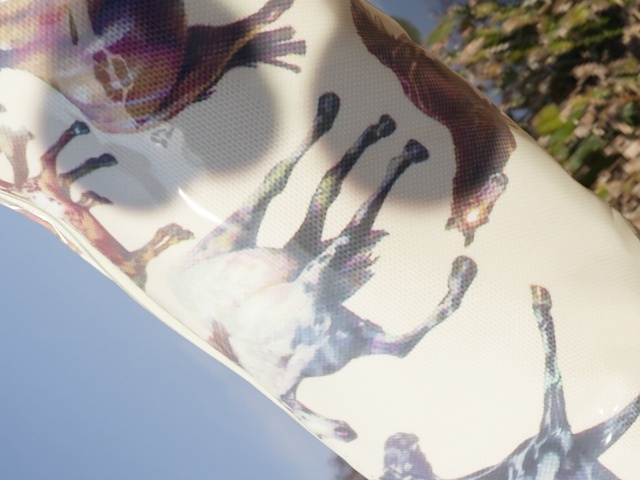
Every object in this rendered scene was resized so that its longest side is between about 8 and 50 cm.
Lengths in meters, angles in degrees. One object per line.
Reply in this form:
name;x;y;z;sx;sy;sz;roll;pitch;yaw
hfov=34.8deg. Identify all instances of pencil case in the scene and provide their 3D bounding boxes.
pencil case;0.000;0.000;0.433;0.410;0.183;0.160;38;160;-15
